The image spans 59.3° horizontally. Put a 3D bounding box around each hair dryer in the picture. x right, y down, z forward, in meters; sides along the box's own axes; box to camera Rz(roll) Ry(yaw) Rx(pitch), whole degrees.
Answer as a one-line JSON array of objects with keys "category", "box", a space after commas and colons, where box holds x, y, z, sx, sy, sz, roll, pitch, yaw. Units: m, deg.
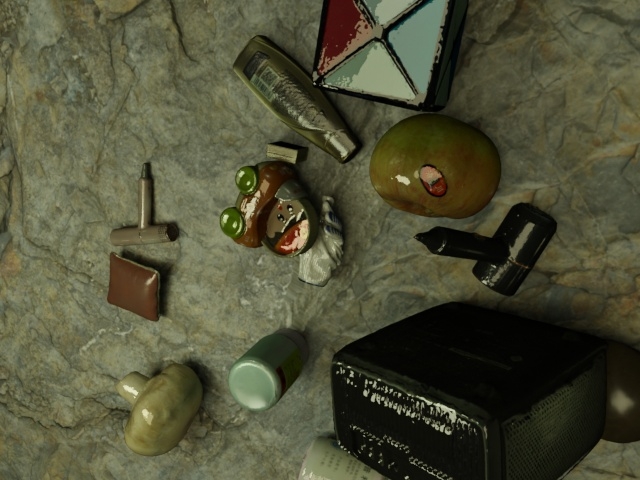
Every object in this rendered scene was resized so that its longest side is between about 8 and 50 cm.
[{"category": "hair dryer", "box": [-0.501, -0.096, 1.534, 0.195, 0.054, 0.220, -5, 100, 21]}, {"category": "hair dryer", "box": [0.321, -0.001, 1.124, 0.107, 0.352, 0.189, 48, 119, 44]}]

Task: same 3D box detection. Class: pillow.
[{"category": "pillow", "box": [-0.521, 0.129, 1.583, 0.179, 0.075, 0.171, 18, 114, 18]}]

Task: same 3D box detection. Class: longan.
[{"category": "longan", "box": [0.608, 0.308, 1.162, 0.198, 0.198, 0.212, -16, 75, 22]}]

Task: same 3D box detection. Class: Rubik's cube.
[{"category": "Rubik's cube", "box": [0.146, -0.400, 1.122, 0.248, 0.246, 0.250, 14, 106, 15]}]

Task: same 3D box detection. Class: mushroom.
[{"category": "mushroom", "box": [-0.462, 0.452, 1.558, 0.234, 0.254, 0.260, 29, 69, 3]}]

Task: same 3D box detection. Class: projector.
[{"category": "projector", "box": [0.282, 0.294, 1.088, 0.395, 0.405, 0.242, 12, 111, 50]}]

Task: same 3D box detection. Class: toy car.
[{"category": "toy car", "box": [-0.098, -0.063, 1.327, 0.235, 0.145, 0.235, 6, 102, 28]}]

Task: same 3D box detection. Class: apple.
[{"category": "apple", "box": [0.233, -0.148, 1.158, 0.261, 0.261, 0.194, 19, 85, 15]}]

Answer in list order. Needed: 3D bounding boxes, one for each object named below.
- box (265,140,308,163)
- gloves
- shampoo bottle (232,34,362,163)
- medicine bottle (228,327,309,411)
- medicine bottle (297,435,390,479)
[{"category": "box", "box": [-0.081, -0.211, 1.341, 0.083, 0.079, 0.035, 16, 108, 14]}, {"category": "gloves", "box": [0.001, 0.002, 1.355, 0.119, 0.097, 0.229, 16, 113, 12]}, {"category": "shampoo bottle", "box": [-0.047, -0.318, 1.300, 0.350, 0.084, 0.125, 44, 115, 5]}, {"category": "medicine bottle", "box": [-0.123, 0.315, 1.403, 0.139, 0.225, 0.139, 5, 104, 18]}, {"category": "medicine bottle", "box": [0.098, 0.625, 1.428, 0.293, 0.170, 0.170, 17, 108, 16]}]
